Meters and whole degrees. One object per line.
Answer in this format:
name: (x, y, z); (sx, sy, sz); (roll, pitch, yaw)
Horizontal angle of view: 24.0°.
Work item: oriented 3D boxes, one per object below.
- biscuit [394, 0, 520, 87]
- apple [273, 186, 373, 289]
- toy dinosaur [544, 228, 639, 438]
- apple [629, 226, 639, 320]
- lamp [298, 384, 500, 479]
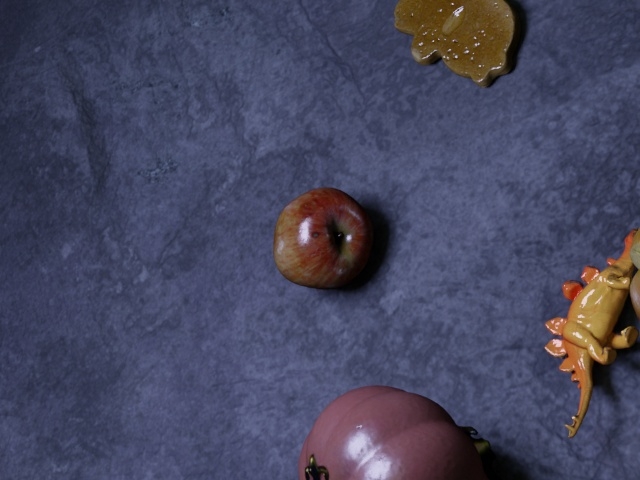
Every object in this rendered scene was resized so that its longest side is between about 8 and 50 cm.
biscuit: (0.208, -0.317, 2.202); (0.225, 0.036, 0.166); (38, 96, 35)
apple: (0.000, 0.000, 2.162); (0.131, 0.146, 0.146); (-10, 65, 62)
toy dinosaur: (0.344, 0.113, 1.929); (0.117, 0.070, 0.288); (13, 76, 48)
apple: (0.457, 0.034, 1.818); (0.199, 0.199, 0.199); (-13, 66, 31)
lamp: (0.111, 0.324, 1.899); (0.240, 0.305, 0.305); (-22, 49, -26)
